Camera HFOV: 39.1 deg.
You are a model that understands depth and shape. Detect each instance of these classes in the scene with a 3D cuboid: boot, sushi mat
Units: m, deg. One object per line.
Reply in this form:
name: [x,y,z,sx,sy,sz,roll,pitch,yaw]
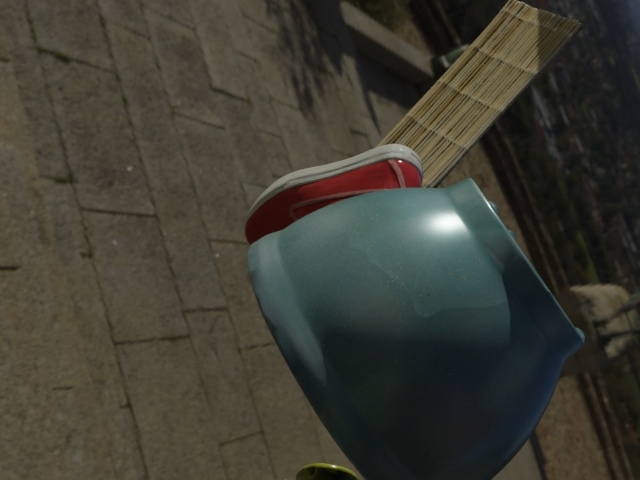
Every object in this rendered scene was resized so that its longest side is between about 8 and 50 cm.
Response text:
boot: [0.000,0.000,1.029,0.088,0.244,0.176,46,38,-34]
sushi mat: [0.194,-0.190,1.197,0.019,0.316,0.151,45,-4,-39]

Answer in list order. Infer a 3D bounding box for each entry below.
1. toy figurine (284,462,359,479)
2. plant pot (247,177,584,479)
toy figurine: [-0.009,0.493,1.351,0.191,0.362,0.217,26,59,1]
plant pot: [0.101,0.068,0.788,0.293,0.196,0.293,52,10,-14]
